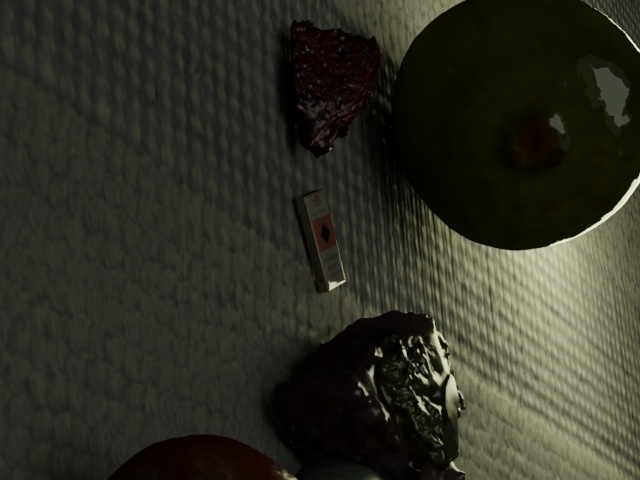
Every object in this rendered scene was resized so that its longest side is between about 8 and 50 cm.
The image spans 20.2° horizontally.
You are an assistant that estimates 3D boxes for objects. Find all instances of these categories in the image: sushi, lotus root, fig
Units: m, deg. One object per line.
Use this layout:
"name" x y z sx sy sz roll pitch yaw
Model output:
"sushi" 0.049 0.123 1.458 0.241 0.107 0.161 51 30 -46
"lotus root" 0.005 0.205 1.323 0.165 0.088 0.088 -9 86 -71
"fig" 0.203 -0.125 1.776 0.326 0.258 0.258 -43 119 -79

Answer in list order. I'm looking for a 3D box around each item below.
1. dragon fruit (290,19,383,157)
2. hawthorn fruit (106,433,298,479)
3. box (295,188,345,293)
"dragon fruit" 0.002 -0.121 1.565 0.097 0.063 0.131 16 58 -28
"hawthorn fruit" -0.073 0.190 1.060 0.188 0.169 0.169 -100 163 -51
"box" 0.000 0.000 1.523 0.046 0.012 0.083 -26 102 -67
